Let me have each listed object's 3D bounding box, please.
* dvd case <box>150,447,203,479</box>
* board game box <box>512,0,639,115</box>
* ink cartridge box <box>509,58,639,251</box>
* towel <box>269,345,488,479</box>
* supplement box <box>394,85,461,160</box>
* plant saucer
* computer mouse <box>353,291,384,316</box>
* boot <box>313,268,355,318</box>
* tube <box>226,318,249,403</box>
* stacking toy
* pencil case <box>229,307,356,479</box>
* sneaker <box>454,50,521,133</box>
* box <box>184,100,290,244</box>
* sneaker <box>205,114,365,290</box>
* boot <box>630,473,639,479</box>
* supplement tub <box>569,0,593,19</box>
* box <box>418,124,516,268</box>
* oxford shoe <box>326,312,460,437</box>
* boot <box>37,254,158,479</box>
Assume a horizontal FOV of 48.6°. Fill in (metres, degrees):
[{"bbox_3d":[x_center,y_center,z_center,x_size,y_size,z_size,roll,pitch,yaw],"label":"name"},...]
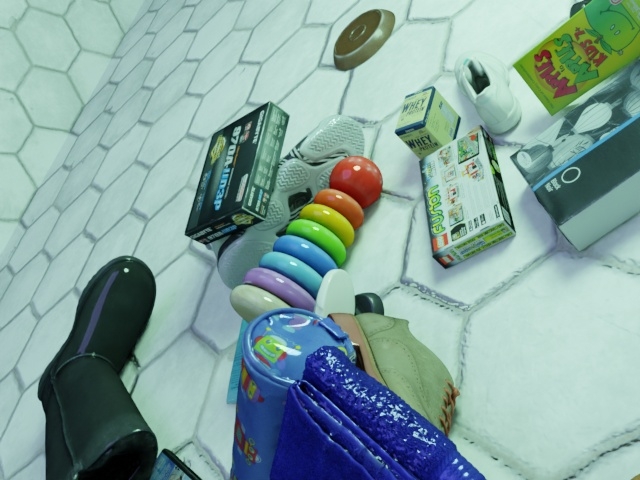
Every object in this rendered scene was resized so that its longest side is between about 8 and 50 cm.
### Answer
[{"bbox_3d":[-0.226,0.435,1.054,0.253,0.022,0.180,13,67,54],"label":"dvd case"},{"bbox_3d":[0.353,-0.253,0.932,0.043,0.092,0.181,-39,1,-42],"label":"board game box"},{"bbox_3d":[0.402,-0.144,0.846,0.333,0.065,0.165,-38,34,17],"label":"ink cartridge box"},{"bbox_3d":[0.069,0.263,0.625,0.308,0.076,0.227,38,130,31],"label":"towel"},{"bbox_3d":[0.172,-0.185,1.134,0.056,0.083,0.083,-13,48,43],"label":"supplement box"},{"bbox_3d":[0.087,-0.443,1.541,0.169,0.029,0.168,-32,37,28],"label":"plant saucer"},{"bbox_3d":[0.007,0.166,1.037,0.242,0.041,0.071,-44,54,17],"label":"computer mouse"},{"bbox_3d":[-0.009,0.133,0.987,0.086,0.069,0.189,-3,75,43],"label":"boot"},{"bbox_3d":[-0.111,0.163,1.164,0.080,0.052,0.207,-30,41,50],"label":"tube"},{"bbox_3d":[0.000,0.000,1.129,0.141,0.141,0.330,7,58,52],"label":"stacking toy"},{"bbox_3d":[-0.038,0.208,0.838,0.133,0.306,0.119,-19,49,-30],"label":"pencil case"},{"bbox_3d":[0.247,-0.258,1.109,0.080,0.094,0.212,-39,35,20],"label":"sneaker"},{"bbox_3d":[-0.145,-0.114,1.229,0.175,0.051,0.220,-18,51,45],"label":"box"},{"bbox_3d":[-0.085,-0.092,1.296,0.365,0.137,0.210,-53,36,2],"label":"sneaker"},{"bbox_3d":[0.257,0.249,0.630,0.152,0.073,0.197,-41,11,-17],"label":"boot"},{"bbox_3d":[0.435,-0.314,0.932,0.198,0.106,0.106,-11,50,43],"label":"supplement tub"},{"bbox_3d":[0.206,-0.067,1.023,0.114,0.036,0.206,-30,38,28],"label":"box"},{"bbox_3d":[0.107,0.185,0.797,0.130,0.122,0.348,-6,33,-14],"label":"oxford shoe"},{"bbox_3d":[-0.378,0.251,1.272,0.366,0.146,0.445,-63,25,4],"label":"boot"}]
